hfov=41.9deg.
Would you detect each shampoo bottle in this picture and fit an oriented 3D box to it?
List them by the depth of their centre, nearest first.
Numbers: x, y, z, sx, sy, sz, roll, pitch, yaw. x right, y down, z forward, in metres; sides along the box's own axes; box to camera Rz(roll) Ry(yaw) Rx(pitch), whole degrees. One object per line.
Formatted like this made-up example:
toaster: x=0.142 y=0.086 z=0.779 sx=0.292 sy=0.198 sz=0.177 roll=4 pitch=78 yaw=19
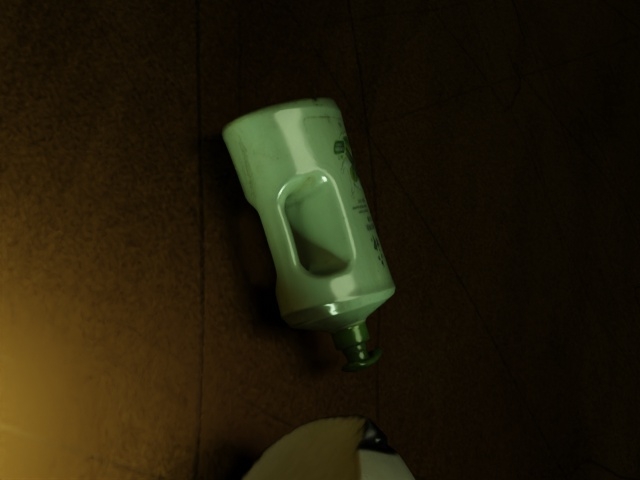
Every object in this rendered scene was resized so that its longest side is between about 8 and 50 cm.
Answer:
shampoo bottle: x=0.000 y=0.000 z=0.721 sx=0.118 sy=0.087 sz=0.234 roll=-16 pitch=88 yaw=-49

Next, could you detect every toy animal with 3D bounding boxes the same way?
toy animal: x=0.041 y=0.258 z=0.616 sx=0.235 sy=0.165 sz=0.187 roll=45 pitch=33 yaw=-21
